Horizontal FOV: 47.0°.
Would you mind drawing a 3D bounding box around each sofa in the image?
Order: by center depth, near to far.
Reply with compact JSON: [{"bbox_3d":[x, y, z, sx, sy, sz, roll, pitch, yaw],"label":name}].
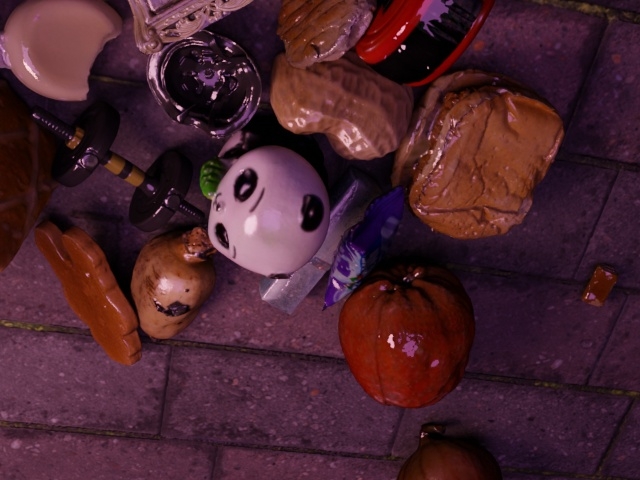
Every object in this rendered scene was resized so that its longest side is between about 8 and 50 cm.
[{"bbox_3d":[-0.185,-0.401,1.011,0.258,0.200,0.182,-25,120,10],"label":"sofa"}]

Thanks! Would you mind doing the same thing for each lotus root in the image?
[{"bbox_3d":[-0.261,0.078,1.286,0.140,0.154,0.256,13,125,-21],"label":"lotus root"}]

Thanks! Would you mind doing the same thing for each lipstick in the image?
[{"bbox_3d":[0.000,0.000,1.312,0.076,0.077,0.289,30,111,-19],"label":"lipstick"}]

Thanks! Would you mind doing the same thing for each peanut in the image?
[{"bbox_3d":[0.032,-0.226,1.150,0.233,0.196,0.110,20,155,-13],"label":"peanut"}]

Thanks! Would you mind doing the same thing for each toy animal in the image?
[{"bbox_3d":[-0.090,-0.071,1.164,0.213,0.266,0.212,1,121,1],"label":"toy animal"}]

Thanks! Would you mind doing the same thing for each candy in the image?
[{"bbox_3d":[0.070,0.018,1.250,0.070,0.145,0.275,41,148,16],"label":"candy"}]

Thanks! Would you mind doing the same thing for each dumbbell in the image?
[{"bbox_3d":[-0.311,-0.113,1.165,0.143,0.143,0.325,-43,127,17],"label":"dumbbell"}]

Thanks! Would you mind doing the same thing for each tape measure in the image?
[{"bbox_3d":[0.148,-0.347,1.026,0.114,0.260,0.253,25,124,-20],"label":"tape measure"}]

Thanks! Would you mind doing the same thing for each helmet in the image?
[{"bbox_3d":[-0.168,-0.253,1.148,0.177,0.107,0.153,30,116,1],"label":"helmet"}]

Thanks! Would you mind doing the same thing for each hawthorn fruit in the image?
[{"bbox_3d":[0.161,0.170,1.332,0.258,0.258,0.261,-14,91,2],"label":"hawthorn fruit"}]

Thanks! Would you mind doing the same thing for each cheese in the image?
[{"bbox_3d":[-0.414,-0.295,1.057,0.249,0.071,0.163,9,95,-37],"label":"cheese"}]

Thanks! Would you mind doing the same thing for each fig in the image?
[{"bbox_3d":[0.269,0.516,1.556,0.235,0.214,0.235,-19,132,-23],"label":"fig"}]

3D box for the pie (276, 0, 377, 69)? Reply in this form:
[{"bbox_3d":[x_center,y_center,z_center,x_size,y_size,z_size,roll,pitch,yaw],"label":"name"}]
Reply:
[{"bbox_3d":[0.004,-0.337,1.076,0.046,0.195,0.195,27,114,-41],"label":"pie"}]

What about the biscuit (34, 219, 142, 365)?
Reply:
[{"bbox_3d":[-0.396,0.095,1.297,0.044,0.186,0.295,-40,128,-35],"label":"biscuit"}]

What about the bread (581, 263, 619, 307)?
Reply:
[{"bbox_3d":[0.544,0.088,1.435,0.047,0.036,0.083,16,117,-4],"label":"bread"}]

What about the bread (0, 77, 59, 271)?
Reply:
[{"bbox_3d":[-0.600,-0.105,1.037,0.279,0.390,0.371,-24,121,18],"label":"bread"}]

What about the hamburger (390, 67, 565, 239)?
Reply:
[{"bbox_3d":[0.252,-0.138,1.224,0.260,0.144,0.283,16,112,-27],"label":"hamburger"}]
